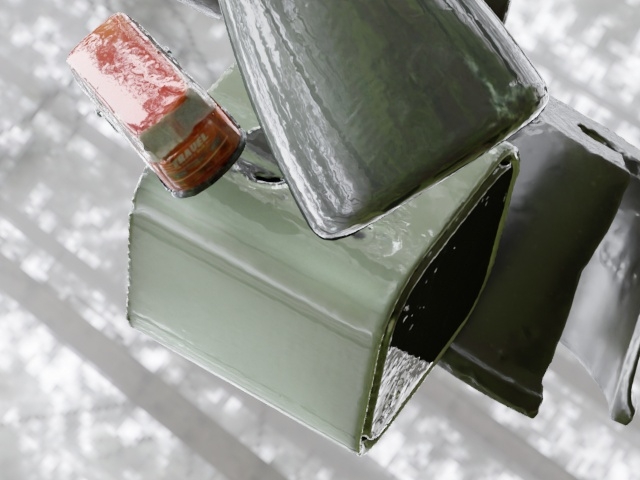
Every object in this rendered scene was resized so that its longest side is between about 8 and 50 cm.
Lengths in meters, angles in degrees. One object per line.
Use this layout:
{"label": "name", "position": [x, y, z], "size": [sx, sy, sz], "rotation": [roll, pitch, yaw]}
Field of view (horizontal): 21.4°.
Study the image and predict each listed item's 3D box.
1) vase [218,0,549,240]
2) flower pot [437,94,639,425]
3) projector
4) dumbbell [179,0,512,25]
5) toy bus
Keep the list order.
{"label": "vase", "position": [-0.008, -0.175, 1.058], "size": [0.173, 0.321, 0.173], "rotation": [-32, 1, 1]}
{"label": "flower pot", "position": [0.216, -0.008, 1.754], "size": [0.379, 0.379, 0.251], "rotation": [0, -56, -59]}
{"label": "projector", "position": [0.000, 0.000, 1.476], "size": [0.248, 0.249, 0.248], "rotation": [-50, -20, -37]}
{"label": "dumbbell", "position": [0.017, -0.275, 1.747], "size": [0.204, 0.322, 0.204], "rotation": [-53, 21, 31]}
{"label": "toy bus", "position": [-0.127, -0.105, 1.278], "size": [0.079, 0.174, 0.077], "rotation": [-41, -48, -3]}
